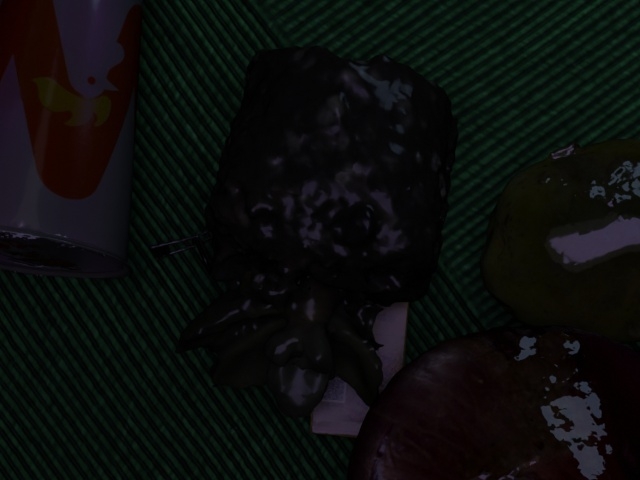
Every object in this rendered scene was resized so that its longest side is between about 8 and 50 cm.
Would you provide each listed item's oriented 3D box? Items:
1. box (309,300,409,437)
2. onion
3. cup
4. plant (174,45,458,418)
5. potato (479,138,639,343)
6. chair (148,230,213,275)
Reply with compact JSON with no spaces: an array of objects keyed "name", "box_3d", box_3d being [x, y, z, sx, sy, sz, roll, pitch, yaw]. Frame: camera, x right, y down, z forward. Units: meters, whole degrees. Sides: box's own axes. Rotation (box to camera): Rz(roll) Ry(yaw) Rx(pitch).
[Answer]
[{"name":"box","box_3d":[0.038,0.111,1.662,0.089,0.022,0.156,3,85,4]},{"name":"onion","box_3d":[0.202,0.240,1.469,0.348,0.385,0.347,-1,93,-13]},{"name":"cup","box_3d":[-0.251,-0.122,1.619,0.203,0.203,0.288,7,78,2]},{"name":"plant","box_3d":[0.000,0.000,1.559,0.215,0.213,0.312,14,71,5]},{"name":"potato","box_3d":[0.269,-0.002,1.606,0.228,0.148,0.197,15,71,6]},{"name":"chair","box_3d":[-0.118,0.013,1.669,0.086,0.037,0.042,-18,73,-4]}]
